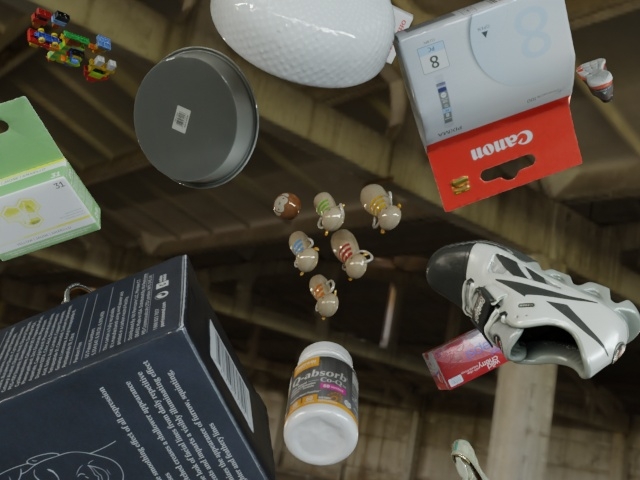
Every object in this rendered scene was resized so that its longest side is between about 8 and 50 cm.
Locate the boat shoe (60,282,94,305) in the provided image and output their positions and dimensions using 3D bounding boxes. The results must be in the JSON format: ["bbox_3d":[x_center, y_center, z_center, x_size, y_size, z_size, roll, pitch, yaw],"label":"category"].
[{"bbox_3d":[-0.336,0.158,1.259,0.233,0.079,0.084,37,32,24],"label":"boat shoe"}]

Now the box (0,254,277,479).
[{"bbox_3d":[-0.298,0.250,1.051,0.396,0.293,0.212,-22,25,1],"label":"box"}]

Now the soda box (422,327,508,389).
[{"bbox_3d":[0.342,0.206,1.561,0.263,0.083,0.092,-23,-8,-9],"label":"soda box"}]

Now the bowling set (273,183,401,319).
[{"bbox_3d":[0.000,0.000,1.493,0.200,0.287,0.154,21,17,-21],"label":"bowling set"}]

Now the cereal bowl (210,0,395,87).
[{"bbox_3d":[-0.018,-0.431,1.389,0.339,0.338,0.141,13,-43,-9],"label":"cereal bowl"}]

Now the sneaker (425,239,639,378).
[{"bbox_3d":[0.273,0.099,1.140,0.331,0.146,0.122,18,-47,38],"label":"sneaker"}]

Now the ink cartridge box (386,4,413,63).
[{"bbox_3d":[0.138,-0.586,2.136,0.191,0.139,0.082,25,21,-2],"label":"ink cartridge box"}]

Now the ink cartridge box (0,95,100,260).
[{"bbox_3d":[-0.457,-0.085,1.171,0.171,0.056,0.235,-18,-43,3],"label":"ink cartridge box"}]

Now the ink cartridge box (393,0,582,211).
[{"bbox_3d":[0.338,-0.261,1.508,0.308,0.384,0.091,-20,22,1],"label":"ink cartridge box"}]

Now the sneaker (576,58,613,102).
[{"bbox_3d":[0.570,-0.326,1.621,0.061,0.158,0.064,-18,-64,21],"label":"sneaker"}]

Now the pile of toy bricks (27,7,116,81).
[{"bbox_3d":[-0.588,-0.439,1.807,0.105,0.118,0.212,-30,-29,36],"label":"pile of toy bricks"}]

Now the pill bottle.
[{"bbox_3d":[0.006,0.358,1.773,0.162,0.162,0.278,12,26,-4],"label":"pill bottle"}]

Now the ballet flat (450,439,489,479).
[{"bbox_3d":[0.296,0.471,1.548,0.057,0.168,0.052,-22,14,32],"label":"ballet flat"}]

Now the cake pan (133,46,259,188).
[{"bbox_3d":[-0.266,-0.249,1.610,0.293,0.293,0.054,4,11,25],"label":"cake pan"}]
